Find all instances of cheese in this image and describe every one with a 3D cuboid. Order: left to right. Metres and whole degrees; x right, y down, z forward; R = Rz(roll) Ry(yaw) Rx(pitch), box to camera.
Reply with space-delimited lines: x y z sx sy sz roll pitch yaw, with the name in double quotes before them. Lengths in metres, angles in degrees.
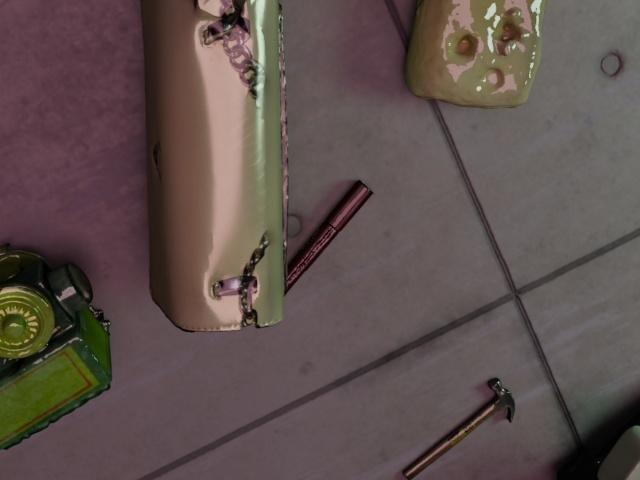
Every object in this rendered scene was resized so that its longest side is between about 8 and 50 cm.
"cheese" 0.194 -0.284 1.224 0.159 0.093 0.263 5 104 -12

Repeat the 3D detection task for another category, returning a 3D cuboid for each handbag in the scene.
"handbag" -0.112 -0.103 1.148 0.160 0.237 0.358 -3 106 -11

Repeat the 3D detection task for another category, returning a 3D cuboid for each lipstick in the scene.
"lipstick" 0.000 0.000 1.306 0.027 0.027 0.176 38 98 -17

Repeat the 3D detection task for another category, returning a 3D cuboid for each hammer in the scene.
"hammer" 0.186 0.262 1.413 0.182 0.017 0.062 -41 107 5

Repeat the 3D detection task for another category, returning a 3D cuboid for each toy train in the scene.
"toy train" -0.371 0.135 1.214 0.272 0.159 0.188 -31 114 -1

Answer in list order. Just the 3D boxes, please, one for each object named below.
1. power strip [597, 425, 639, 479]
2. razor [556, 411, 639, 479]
"power strip" 0.529 0.346 1.360 0.385 0.062 0.091 25 106 -20
"razor" 0.483 0.300 1.424 0.327 0.107 0.189 -37 109 2
